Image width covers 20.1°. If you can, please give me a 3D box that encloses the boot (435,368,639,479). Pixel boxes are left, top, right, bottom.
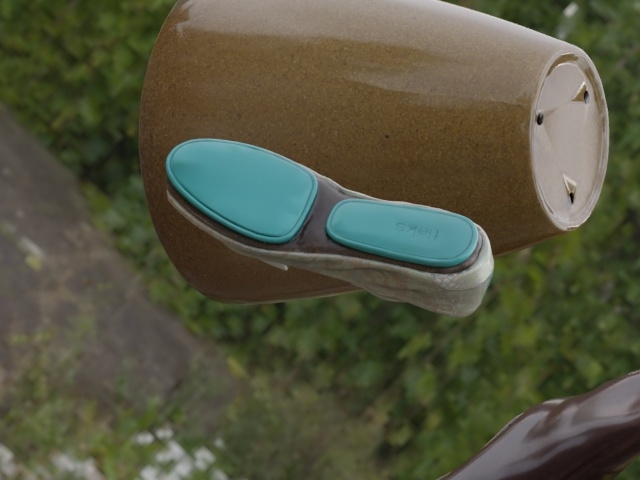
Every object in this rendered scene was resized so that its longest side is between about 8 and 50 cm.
[{"bbox_3d":[0.167,0.176,1.343,0.090,0.207,0.248,53,30,-4],"label":"boot"}]

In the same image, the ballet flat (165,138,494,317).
[{"bbox_3d":[0.000,0.000,0.852,0.168,0.057,0.052,19,-35,19],"label":"ballet flat"}]

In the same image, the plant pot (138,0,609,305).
[{"bbox_3d":[0.051,-0.070,1.196,0.254,0.237,0.237,1,-17,33],"label":"plant pot"}]
